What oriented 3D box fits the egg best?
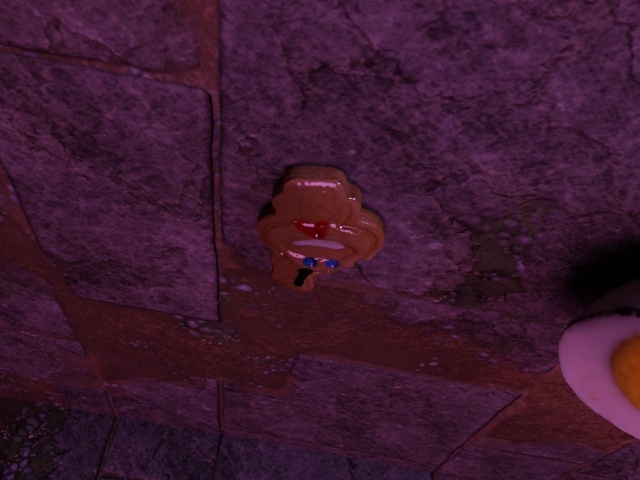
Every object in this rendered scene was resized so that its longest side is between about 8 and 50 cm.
[{"bbox_3d":[0.533,0.156,0.944,0.337,0.201,0.337,26,143,21],"label":"egg"}]

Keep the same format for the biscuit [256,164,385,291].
[{"bbox_3d":[-0.010,0.000,0.993,0.183,0.047,0.320,20,147,-11],"label":"biscuit"}]
